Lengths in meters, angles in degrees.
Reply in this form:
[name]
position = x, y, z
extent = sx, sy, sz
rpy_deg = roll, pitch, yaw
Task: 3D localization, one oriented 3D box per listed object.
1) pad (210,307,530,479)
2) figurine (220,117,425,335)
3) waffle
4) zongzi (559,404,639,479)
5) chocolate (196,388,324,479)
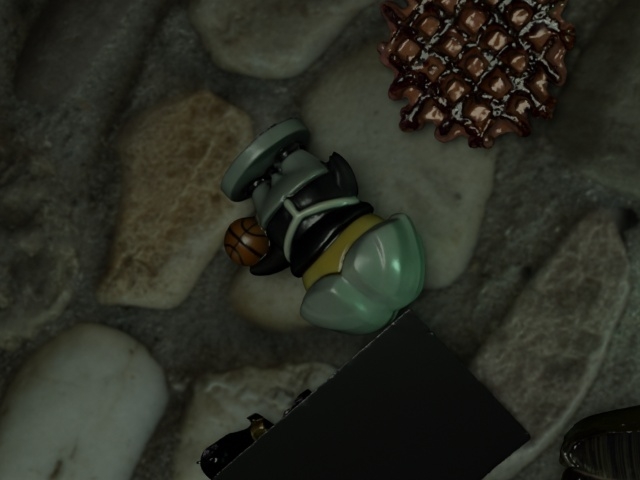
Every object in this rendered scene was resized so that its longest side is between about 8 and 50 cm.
[pad]
position = 0.052, 0.239, 1.915
extent = 0.300, 0.005, 0.202
rpy_deg = -42, 100, 10
[figurine]
position = 0.000, 0.000, 1.911
extent = 0.236, 0.133, 0.176
rpy_deg = 47, 108, 14
[waffle]
position = 0.169, -0.214, 1.917
extent = 0.221, 0.055, 0.234
rpy_deg = -6, 81, 16
[zongzi]
position = 0.411, 0.311, 1.787
extent = 0.289, 0.154, 0.318
rpy_deg = -14, 90, 21
[chocolate]
position = -0.065, 0.216, 1.951
extent = 0.147, 0.072, 0.070
rpy_deg = -16, 75, 8
